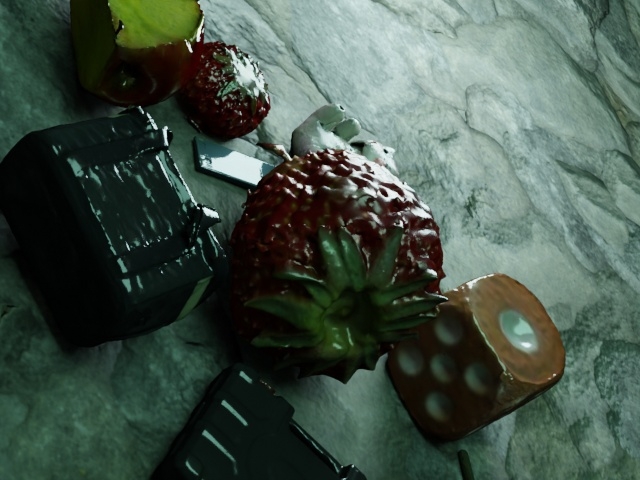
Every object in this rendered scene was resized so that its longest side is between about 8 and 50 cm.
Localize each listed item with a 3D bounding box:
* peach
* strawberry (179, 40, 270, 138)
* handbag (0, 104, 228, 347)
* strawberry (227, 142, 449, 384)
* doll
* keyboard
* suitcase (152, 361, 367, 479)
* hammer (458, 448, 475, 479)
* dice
[{"bbox_3d":[-0.242,-0.283,1.783,0.158,0.154,0.267,6,46,-34],"label":"peach"},{"bbox_3d":[-0.128,-0.211,1.902,0.145,0.086,0.145,26,46,-29],"label":"strawberry"},{"bbox_3d":[-0.233,-0.014,1.551,0.181,0.181,0.254,-19,76,-45],"label":"handbag"},{"bbox_3d":[-0.001,-0.002,1.744,0.292,0.292,0.343,23,28,-33],"label":"strawberry"},{"bbox_3d":[0.037,-0.103,1.982,0.192,0.095,0.149,32,47,-27],"label":"doll"},{"bbox_3d":[-0.099,-0.094,1.894,0.176,0.014,0.055,19,47,-37],"label":"keyboard"},{"bbox_3d":[-0.044,0.296,1.587,0.285,0.066,0.206,45,38,-10],"label":"suitcase"},{"bbox_3d":[0.220,0.400,1.806,0.029,0.058,0.292,26,39,-39],"label":"hammer"},{"bbox_3d":[0.212,0.161,1.885,0.174,0.179,0.175,-15,68,-51],"label":"dice"}]
